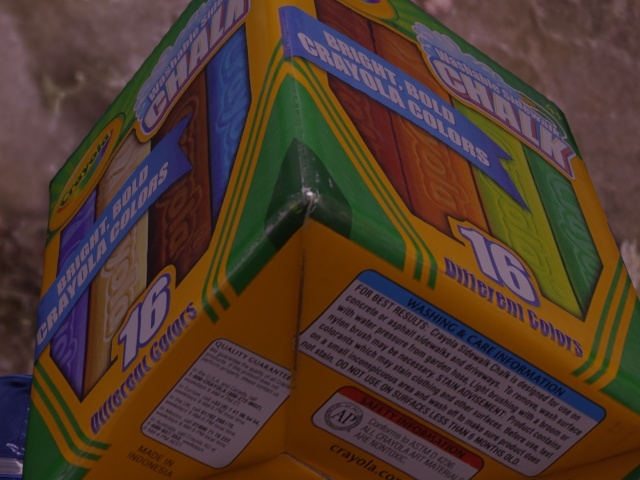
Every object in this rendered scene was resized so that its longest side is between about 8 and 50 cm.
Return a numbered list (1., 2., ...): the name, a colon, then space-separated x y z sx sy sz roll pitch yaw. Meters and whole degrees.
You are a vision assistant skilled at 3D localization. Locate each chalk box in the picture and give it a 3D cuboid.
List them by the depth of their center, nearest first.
1. chalk box: 0.000 0.000 0.627 0.180 0.179 0.289 30 29 -25

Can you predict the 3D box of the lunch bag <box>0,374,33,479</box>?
1. lunch bag: -0.103 0.098 0.651 0.098 0.067 0.065 15 76 -30
